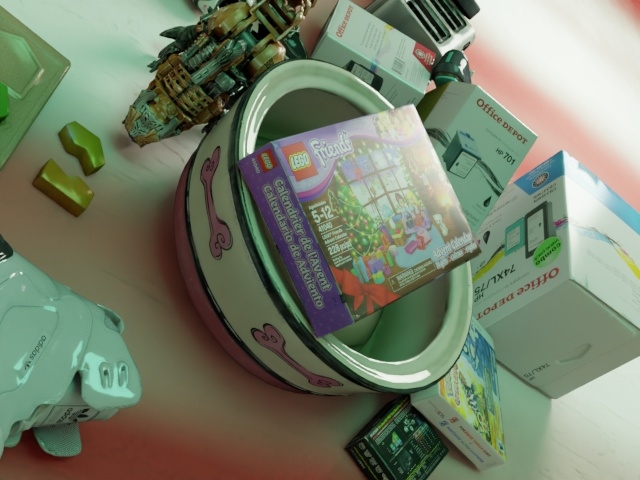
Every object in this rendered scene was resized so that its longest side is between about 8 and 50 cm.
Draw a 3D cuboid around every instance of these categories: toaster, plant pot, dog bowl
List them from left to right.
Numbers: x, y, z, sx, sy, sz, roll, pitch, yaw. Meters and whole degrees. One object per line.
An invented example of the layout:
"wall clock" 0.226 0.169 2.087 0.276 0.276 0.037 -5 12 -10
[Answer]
"dog bowl" 0.000 0.000 1.331 0.408 0.150 0.408 29 49 -39
"toaster" 0.152 -0.347 1.859 0.185 0.110 0.168 52 35 -2
"plant pot" 0.190 -0.178 1.736 0.081 0.081 0.083 34 59 -25

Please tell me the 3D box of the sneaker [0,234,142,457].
"sneaker" -0.271 0.152 0.949 0.210 0.137 0.365 29 39 -25

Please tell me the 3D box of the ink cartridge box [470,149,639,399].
"ink cartridge box" 0.354 0.052 1.680 0.197 0.198 0.270 35 39 -25

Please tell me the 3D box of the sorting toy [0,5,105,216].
"sorting toy" -0.349 -0.173 1.214 0.307 0.041 0.229 39 38 -19

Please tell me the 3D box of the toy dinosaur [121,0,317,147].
"toy dinosaur" -0.099 -0.218 1.369 0.322 0.218 0.164 -21 92 -11

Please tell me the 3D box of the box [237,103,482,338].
"box" 0.053 -0.032 1.241 0.293 0.057 0.201 -23 88 -53

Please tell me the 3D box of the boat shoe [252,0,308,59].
"boat shoe" -0.053 -0.314 1.664 0.046 0.038 0.125 -19 76 -53

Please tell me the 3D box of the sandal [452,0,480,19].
"sandal" 0.197 -0.450 1.981 0.097 0.054 0.254 46 7 -31

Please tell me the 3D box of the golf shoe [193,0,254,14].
"golf shoe" -0.119 -0.363 1.615 0.186 0.067 0.086 -27 96 -46

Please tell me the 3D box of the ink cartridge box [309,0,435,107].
"ink cartridge box" 0.077 -0.275 1.720 0.175 0.072 0.127 30 40 -9

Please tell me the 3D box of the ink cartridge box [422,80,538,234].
"ink cartridge box" 0.207 -0.118 1.666 0.140 0.190 0.082 35 -2 -24

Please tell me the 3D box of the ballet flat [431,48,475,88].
"ballet flat" 0.219 -0.238 1.801 0.203 0.074 0.074 63 11 -63

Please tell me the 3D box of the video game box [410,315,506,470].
"video game box" 0.176 0.167 1.474 0.187 0.048 0.205 44 33 -37

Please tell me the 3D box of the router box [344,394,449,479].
"router box" 0.094 0.252 1.360 0.092 0.038 0.122 55 35 1
